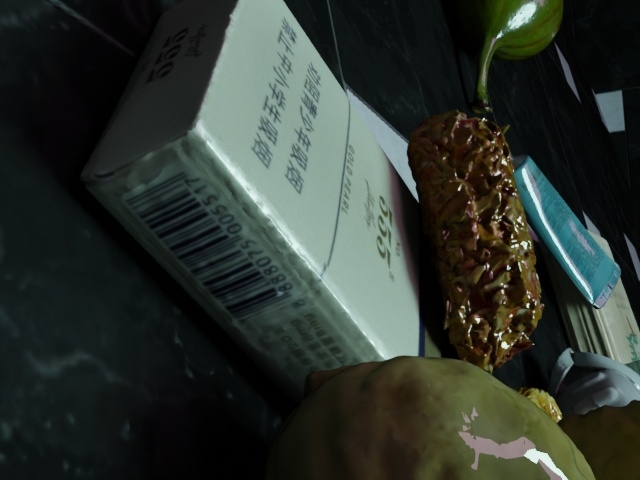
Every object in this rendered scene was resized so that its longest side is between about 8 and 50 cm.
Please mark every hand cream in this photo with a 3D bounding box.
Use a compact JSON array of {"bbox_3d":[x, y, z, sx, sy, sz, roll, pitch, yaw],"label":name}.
[{"bbox_3d":[0.286,-0.021,1.053,0.224,0.048,0.083,50,52,-10],"label":"hand cream"}]

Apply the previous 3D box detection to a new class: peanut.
[{"bbox_3d":[0.071,0.189,0.376,0.159,0.143,0.291,-5,77,-54],"label":"peanut"}]

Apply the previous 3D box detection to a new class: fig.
[{"bbox_3d":[0.216,-0.269,1.122,0.259,0.151,0.151,-53,122,-31],"label":"fig"}]

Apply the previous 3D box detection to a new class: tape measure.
[{"bbox_3d":[0.299,0.222,0.834,0.236,0.120,0.197,59,9,-10],"label":"tape measure"}]

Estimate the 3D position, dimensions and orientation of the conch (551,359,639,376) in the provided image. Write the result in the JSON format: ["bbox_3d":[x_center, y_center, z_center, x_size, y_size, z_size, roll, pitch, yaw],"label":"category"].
[{"bbox_3d":[0.388,0.190,0.947,0.234,0.137,0.114,24,42,-33],"label":"conch"}]

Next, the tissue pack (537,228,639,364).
[{"bbox_3d":[0.378,0.145,1.129,0.170,0.071,0.325,12,60,-56],"label":"tissue pack"}]

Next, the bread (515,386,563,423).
[{"bbox_3d":[0.189,0.181,0.746,0.110,0.044,0.083,65,28,-3],"label":"bread"}]

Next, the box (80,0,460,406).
[{"bbox_3d":[0.000,0.000,0.468,0.259,0.071,0.168,54,27,-31],"label":"box"}]

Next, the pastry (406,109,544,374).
[{"bbox_3d":[0.094,-0.006,0.504,0.087,0.063,0.169,39,36,-54],"label":"pastry"}]

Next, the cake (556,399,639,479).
[{"bbox_3d":[0.234,0.262,0.551,0.286,0.228,0.222,48,31,-38],"label":"cake"}]
